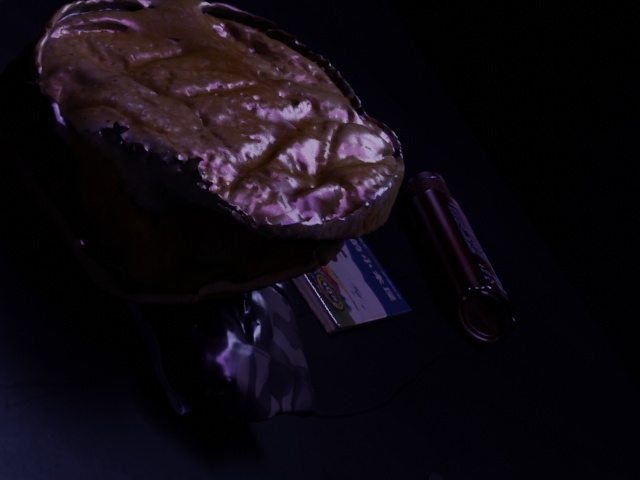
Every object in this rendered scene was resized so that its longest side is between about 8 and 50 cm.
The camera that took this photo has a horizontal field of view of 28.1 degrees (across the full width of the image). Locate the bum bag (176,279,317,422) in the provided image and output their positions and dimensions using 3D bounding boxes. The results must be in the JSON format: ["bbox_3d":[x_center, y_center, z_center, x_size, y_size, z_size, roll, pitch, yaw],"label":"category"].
[{"bbox_3d":[-0.082,0.017,1.018,0.144,0.095,0.340,34,21,-40],"label":"bum bag"}]

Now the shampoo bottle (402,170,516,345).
[{"bbox_3d":[0.197,0.014,1.921,0.129,0.084,0.323,45,15,-37],"label":"shampoo bottle"}]

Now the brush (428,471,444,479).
[{"bbox_3d":[0.110,0.243,1.252,0.024,0.008,0.083,56,15,5],"label":"brush"}]

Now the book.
[{"bbox_3d":[0.000,0.000,1.460,0.228,0.018,0.322,56,15,9],"label":"book"}]

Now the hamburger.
[{"bbox_3d":[-0.095,-0.067,0.925,0.265,0.134,0.285,-8,48,-42],"label":"hamburger"}]

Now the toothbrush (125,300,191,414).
[{"bbox_3d":[-0.125,0.069,0.919,0.013,0.011,0.131,6,48,-54],"label":"toothbrush"}]
